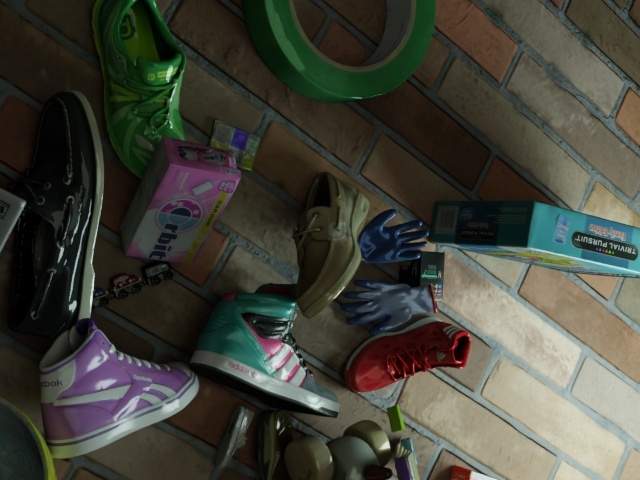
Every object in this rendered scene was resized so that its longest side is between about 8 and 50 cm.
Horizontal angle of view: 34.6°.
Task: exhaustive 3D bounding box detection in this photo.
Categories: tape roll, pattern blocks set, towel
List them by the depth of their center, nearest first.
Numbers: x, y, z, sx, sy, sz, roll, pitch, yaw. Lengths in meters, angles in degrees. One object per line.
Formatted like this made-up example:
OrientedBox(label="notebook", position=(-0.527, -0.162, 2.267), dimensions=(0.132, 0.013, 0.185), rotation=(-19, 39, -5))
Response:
OrientedBox(label="towel", position=(-0.134, -0.145, 1.579), dimensions=(0.083, 0.009, 0.060), rotation=(22, 79, -29))
OrientedBox(label="pattern blocks set", position=(0.143, 0.396, 1.584), dimensions=(0.026, 0.325, 0.285), rotation=(-15, 72, 5))
OrientedBox(label="tape roll", position=(0.034, -0.382, 1.635), dimensions=(0.321, 0.077, 0.321), rotation=(-1, 92, -31))

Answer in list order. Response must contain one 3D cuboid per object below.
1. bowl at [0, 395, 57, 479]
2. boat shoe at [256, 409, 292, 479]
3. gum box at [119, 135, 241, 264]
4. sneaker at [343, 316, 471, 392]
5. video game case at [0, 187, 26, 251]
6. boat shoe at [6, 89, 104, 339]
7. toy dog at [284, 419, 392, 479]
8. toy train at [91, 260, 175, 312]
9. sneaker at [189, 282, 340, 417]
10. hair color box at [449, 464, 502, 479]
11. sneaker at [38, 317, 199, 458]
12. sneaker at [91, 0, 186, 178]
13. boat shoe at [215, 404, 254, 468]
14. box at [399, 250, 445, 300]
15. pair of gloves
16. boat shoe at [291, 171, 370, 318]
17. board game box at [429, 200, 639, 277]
OrientedBox(label="bowl", position=(-0.451, 0.347, 1.300), dimensions=(0.289, 0.289, 0.156), rotation=(-55, 158, -18))
OrientedBox(label="boat shoe", position=(-0.074, 0.338, 1.604), dimensions=(0.056, 0.049, 0.152), rotation=(6, 87, -48))
OrientedBox(label="gum box", position=(-0.198, -0.057, 1.449), dimensions=(0.107, 0.062, 0.188), rotation=(10, 130, -30))
OrientedBox(label="sneaker", position=(0.152, 0.188, 1.686), dimensions=(0.221, 0.128, 0.087), rotation=(-29, 105, -27))
OrientedBox(label="video game case", position=(-0.499, -0.018, 1.304), dimensions=(0.190, 0.022, 0.173), rotation=(28, 91, -8))
OrientedBox(label="boat shoe", position=(-0.371, -0.033, 1.376), dimensions=(0.113, 0.127, 0.340), rotation=(-1, 101, -42))
OrientedBox(label="toy dog", position=(0.064, 0.437, 1.592), dimensions=(0.220, 0.161, 0.334), rotation=(-35, 116, -29))
OrientedBox(label="toy train", position=(-0.284, 0.065, 1.485), dimensions=(0.158, 0.027, 0.036), rotation=(-23, 99, -28))
OrientedBox(label="sneaker", position=(-0.062, 0.156, 1.570), dimensions=(0.295, 0.123, 0.178), rotation=(33, 66, -43))
OrientedBox(label="hair color box", position=(0.258, 0.489, 1.799), dimensions=(0.093, 0.053, 0.167), rotation=(23, 81, -30))
OrientedBox(label="sneaker", position=(-0.269, 0.174, 1.405), dimensions=(0.282, 0.102, 0.161), rotation=(-20, 101, -61))
OrientedBox(label="sneaker", position=(-0.247, -0.214, 1.445), dimensions=(0.109, 0.123, 0.296), rotation=(-20, 102, -29))
OrientedBox(label="boat shoe", position=(-0.129, 0.305, 1.579), dimensions=(0.035, 0.035, 0.100), rotation=(28, 70, -25))
OrientedBox(label="box", position=(0.170, 0.059, 1.732), dimensions=(0.052, 0.062, 0.083), rotation=(3, 90, -32))
OrientedBox(label="pair of gloves", position=(0.106, 0.050, 1.683), dimensions=(0.159, 0.023, 0.198), rotation=(-9, 90, -2))
OrientedBox(label="boat shoe", position=(0.000, 0.000, 1.549), dimensions=(0.098, 0.109, 0.302), rotation=(40, 34, -16))
OrientedBox(label="board game box", position=(0.397, 0.001, 1.754), dimensions=(0.336, 0.253, 0.079), rotation=(12, 86, -30))
